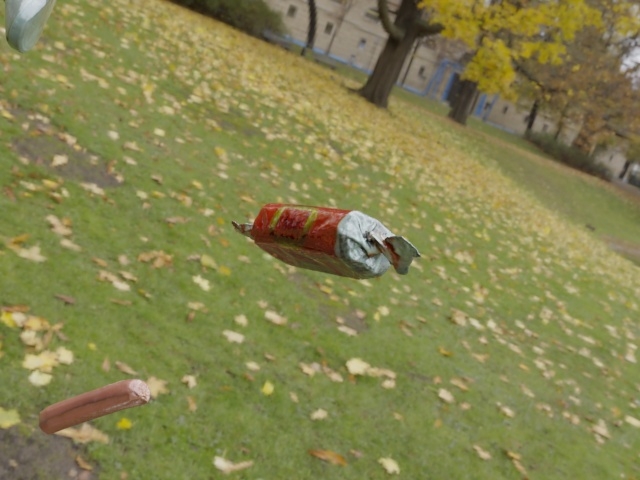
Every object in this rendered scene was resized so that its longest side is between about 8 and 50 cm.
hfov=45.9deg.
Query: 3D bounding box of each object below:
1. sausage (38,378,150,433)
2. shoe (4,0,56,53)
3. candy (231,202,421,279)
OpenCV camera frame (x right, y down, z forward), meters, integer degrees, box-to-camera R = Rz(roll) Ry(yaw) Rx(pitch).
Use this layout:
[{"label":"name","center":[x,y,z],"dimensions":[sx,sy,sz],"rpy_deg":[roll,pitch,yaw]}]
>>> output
[{"label":"sausage","center":[-0.271,0.196,0.895],"dimensions":[0.035,0.147,0.030],"rpy_deg":[59,15,-52]},{"label":"shoe","center":[-0.382,-0.312,0.967],"dimensions":[0.078,0.079,0.195],"rpy_deg":[24,36,-17]},{"label":"candy","center":[0.000,-0.001,0.831],"dimensions":[0.292,0.059,0.086],"rpy_deg":[8,-22,44]}]
